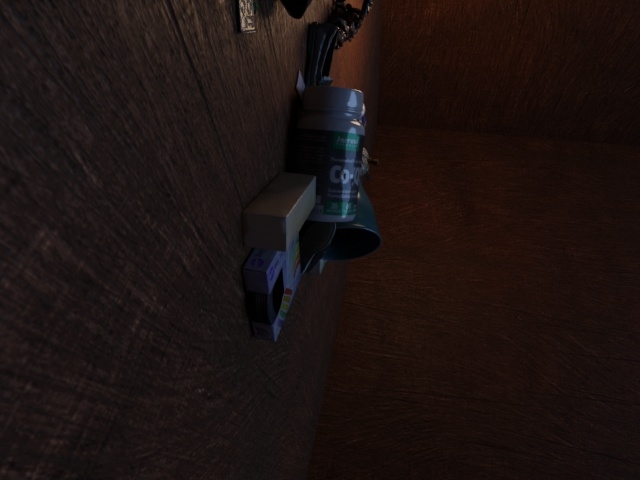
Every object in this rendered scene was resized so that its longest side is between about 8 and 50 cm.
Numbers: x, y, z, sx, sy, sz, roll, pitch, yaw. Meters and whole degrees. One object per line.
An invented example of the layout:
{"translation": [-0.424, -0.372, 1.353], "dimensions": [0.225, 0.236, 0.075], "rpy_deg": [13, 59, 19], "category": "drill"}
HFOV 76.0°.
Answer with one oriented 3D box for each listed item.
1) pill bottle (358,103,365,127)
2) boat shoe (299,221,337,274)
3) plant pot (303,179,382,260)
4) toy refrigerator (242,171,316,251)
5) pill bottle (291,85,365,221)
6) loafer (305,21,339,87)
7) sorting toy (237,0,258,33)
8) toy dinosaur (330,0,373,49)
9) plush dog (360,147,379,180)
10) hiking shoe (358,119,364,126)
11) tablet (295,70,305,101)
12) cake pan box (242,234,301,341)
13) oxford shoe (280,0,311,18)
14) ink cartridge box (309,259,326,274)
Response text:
{"translation": [0.153, -0.589, 1.899], "dimensions": [0.187, 0.111, 0.112], "rpy_deg": [62, 37, -73], "category": "pill bottle"}
{"translation": [-0.019, 0.018, 1.293], "dimensions": [0.228, 0.081, 0.068], "rpy_deg": [-52, 161, 21], "category": "boat shoe"}
{"translation": [0.069, -0.097, 1.457], "dimensions": [0.272, 0.271, 0.255], "rpy_deg": [75, 11, -64], "category": "plant pot"}
{"translation": [-0.091, -0.076, 0.996], "dimensions": [0.269, 0.102, 0.094], "rpy_deg": [-65, 160, -60], "category": "toy refrigerator"}
{"translation": [0.020, -0.246, 1.189], "dimensions": [0.204, 0.204, 0.361], "rpy_deg": [-44, 140, -73], "category": "pill bottle"}
{"translation": [0.004, -0.508, 1.234], "dimensions": [0.096, 0.084, 0.268], "rpy_deg": [-60, 155, -65], "category": "loafer"}
{"translation": [-0.134, -0.420, 0.759], "dimensions": [0.083, 0.012, 0.062], "rpy_deg": [-59, 150, -56], "category": "sorting toy"}
{"translation": [0.093, -0.804, 1.463], "dimensions": [0.322, 0.164, 0.219], "rpy_deg": [-98, -159, -52], "category": "toy dinosaur"}
{"translation": [0.104, -0.312, 1.720], "dimensions": [0.225, 0.210, 0.263], "rpy_deg": [-35, 136, -39], "category": "plush dog"}
{"translation": [0.054, -0.313, 1.372], "dimensions": [0.227, 0.086, 0.114], "rpy_deg": [-41, -177, 24], "category": "hiking shoe"}
{"translation": [-0.057, -0.441, 1.174], "dimensions": [0.083, 0.006, 0.054], "rpy_deg": [47, 52, -76], "category": "tablet"}
{"translation": [-0.119, 0.090, 1.068], "dimensions": [0.267, 0.070, 0.246], "rpy_deg": [-68, 160, -52], "category": "cake pan box"}
{"translation": [-0.060, -0.542, 0.771], "dimensions": [0.363, 0.129, 0.133], "rpy_deg": [-27, 130, -77], "category": "oxford shoe"}
{"translation": [0.000, 0.000, 1.674], "dimensions": [0.181, 0.056, 0.225], "rpy_deg": [-60, 157, -65], "category": "ink cartridge box"}
